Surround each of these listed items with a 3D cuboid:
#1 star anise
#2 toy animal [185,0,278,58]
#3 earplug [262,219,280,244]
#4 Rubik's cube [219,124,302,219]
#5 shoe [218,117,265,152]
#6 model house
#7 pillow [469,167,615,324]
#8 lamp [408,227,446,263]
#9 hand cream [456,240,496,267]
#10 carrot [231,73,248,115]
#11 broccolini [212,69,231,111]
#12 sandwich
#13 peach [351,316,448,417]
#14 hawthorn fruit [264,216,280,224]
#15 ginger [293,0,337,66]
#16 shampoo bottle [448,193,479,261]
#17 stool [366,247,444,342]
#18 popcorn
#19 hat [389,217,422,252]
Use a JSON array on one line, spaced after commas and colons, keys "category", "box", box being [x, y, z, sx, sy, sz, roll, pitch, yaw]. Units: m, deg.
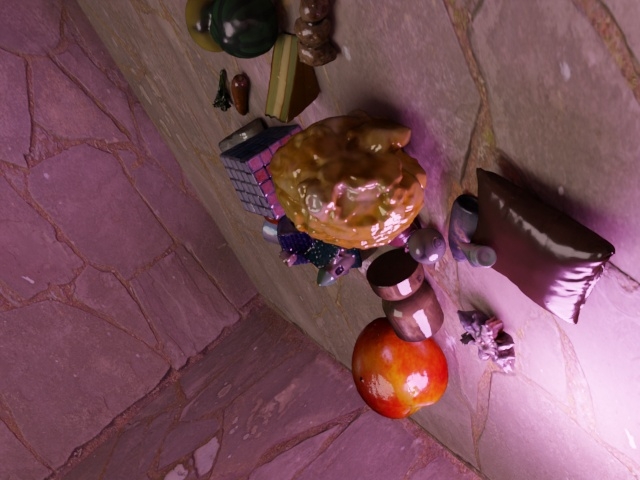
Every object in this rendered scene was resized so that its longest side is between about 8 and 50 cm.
[{"category": "star anise", "box": [0.492, 0.286, 1.627, 0.229, 0.093, 0.236, 42, 162, 22]}, {"category": "toy animal", "box": [-0.255, -0.593, 1.477, 0.338, 0.191, 0.216, 35, 156, 38]}, {"category": "earplug", "box": [-0.064, -0.003, 2.264, 0.324, 0.185, 0.185, 32, 156, 29]}, {"category": "Rubik's cube", "box": [-0.164, -0.238, 1.875, 0.237, 0.237, 0.238, 20, 139, 57]}, {"category": "shoe", "box": [-0.270, -0.332, 2.126, 0.210, 0.132, 0.342, 58, 157, -15]}, {"category": "model house", "box": [0.000, 0.001, 1.938, 0.298, 0.284, 0.243, 37, 163, 33]}, {"category": "pillow", "box": [0.446, 0.016, 1.170, 0.305, 0.108, 0.308, 41, 162, 31]}, {"category": "lamp", "box": [0.296, 0.015, 1.530, 0.105, 0.105, 0.105, 43, 161, 19]}, {"category": "hand cream", "box": [0.352, 0.033, 1.257, 0.076, 0.047, 0.174, 58, 180, 0]}, {"category": "carrot", "box": [-0.282, -0.505, 1.944, 0.059, 0.059, 0.248, 47, 165, 8]}, {"category": "broccolini", "box": [-0.356, -0.562, 2.045, 0.074, 0.058, 0.201, 34, 145, 3]}, {"category": "sandwich", "box": [-0.102, -0.442, 1.499, 0.117, 0.144, 0.187, 30, 154, 41]}, {"category": "peach", "box": [0.290, 0.472, 2.078, 0.388, 0.388, 0.388, 43, 161, 19]}, {"category": "hawthorn fruit", "box": [-0.150, -0.142, 2.157, 0.173, 0.173, 0.173, 43, 161, 19]}, {"category": "ginger", "box": [-0.013, -0.495, 1.288, 0.104, 0.080, 0.204, 18, 155, 14]}, {"category": "shampoo bottle", "box": [0.363, -0.023, 1.383, 0.087, 0.049, 0.234, 37, 158, 26]}, {"category": "stool", "box": [0.277, 0.179, 1.783, 0.179, 0.179, 0.264, 25, 150, 52]}, {"category": "popcorn", "box": [0.066, -0.137, 1.383, 0.354, 0.344, 0.390, 59, 155, -8]}, {"category": "hat", "box": [0.213, -0.042, 1.638, 0.205, 0.089, 0.205, 42, 160, 19]}]
